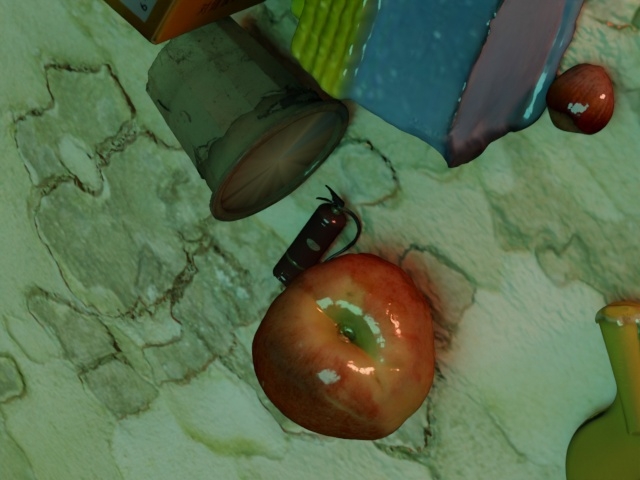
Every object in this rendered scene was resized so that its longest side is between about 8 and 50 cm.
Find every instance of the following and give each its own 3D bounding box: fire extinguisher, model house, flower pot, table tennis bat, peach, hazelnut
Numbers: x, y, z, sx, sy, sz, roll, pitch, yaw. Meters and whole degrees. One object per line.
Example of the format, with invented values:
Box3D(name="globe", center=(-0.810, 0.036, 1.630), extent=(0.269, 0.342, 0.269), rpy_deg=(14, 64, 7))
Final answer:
Box3D(name="fire extinguisher", center=(0.000, 0.000, 1.649), extent=(0.078, 0.045, 0.157), rpy_deg=(27, 123, -15))
Box3D(name="model house", center=(0.108, -0.256, 1.391), extent=(0.303, 0.215, 0.237), rpy_deg=(30, 121, 20))
Box3D(name="flower pot", center=(-0.109, -0.160, 1.556), extent=(0.202, 0.212, 0.212), rpy_deg=(48, 124, 14))
Box3D(name="table tennis bat", center=(0.392, 0.241, 1.522), extent=(0.224, 0.054, 0.368), rpy_deg=(-5, 110, 31))
Box3D(name="peach", center=(0.038, 0.142, 1.589), extent=(0.232, 0.256, 0.232), rpy_deg=(-1, 72, 3))
Box3D(name="hazelnut", center=(0.291, -0.158, 1.406), extent=(0.086, 0.086, 0.086), rpy_deg=(11, 114, 25))

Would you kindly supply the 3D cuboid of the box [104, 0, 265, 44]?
Box3D(name="box", center=(-0.061, -0.428, 1.383), extent=(0.116, 0.264, 0.415), rpy_deg=(42, 125, 9))
